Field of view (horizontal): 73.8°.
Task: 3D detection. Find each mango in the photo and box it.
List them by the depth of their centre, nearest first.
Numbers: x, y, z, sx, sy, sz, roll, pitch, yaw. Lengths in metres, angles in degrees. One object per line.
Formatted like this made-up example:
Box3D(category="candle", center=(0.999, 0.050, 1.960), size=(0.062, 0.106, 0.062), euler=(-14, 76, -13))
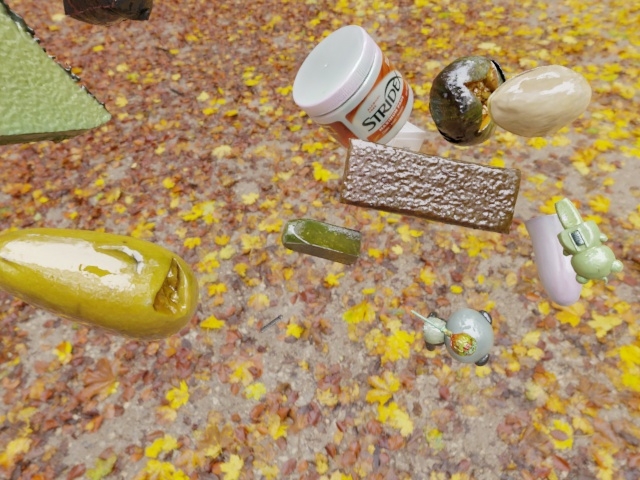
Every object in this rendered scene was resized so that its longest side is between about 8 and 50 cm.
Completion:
Box3D(category="mango", center=(-0.411, 0.081, 0.794), size=(0.364, 0.252, 0.183), euler=(17, 71, -28))

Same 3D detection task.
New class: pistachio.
Box3D(category="pistachio", center=(0.459, -0.286, 0.895), size=(0.200, 0.145, 0.117), euler=(-11, 19, 5))

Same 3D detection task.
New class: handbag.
Box3D(category="handbag", center=(-0.421, -0.540, 0.832), size=(0.169, 0.216, 0.155), euler=(9, 13, 24))

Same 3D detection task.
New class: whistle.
Box3D(category="whistle", center=(0.641, 0.002, 1.047), size=(0.085, 0.105, 0.228), euler=(5, 60, -46))

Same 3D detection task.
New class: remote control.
Box3D(category="remote control", center=(-0.168, 0.282, 1.456), size=(0.091, 0.016, 0.034), euler=(-36, 8, 3))

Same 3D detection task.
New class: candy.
Box3D(category="candy", center=(0.310, 0.230, 1.098), size=(0.060, 0.061, 0.201), euler=(-32, 39, -24))

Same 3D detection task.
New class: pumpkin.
Box3D(category="pumpkin", center=(0.523, -0.491, 1.516), size=(0.320, 0.321, 0.192), euler=(-40, 24, -29))

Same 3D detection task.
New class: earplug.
Box3D(category="earplug", center=(0.801, 0.071, 1.438), size=(0.172, 0.172, 0.302), euler=(-4, 80, 0))

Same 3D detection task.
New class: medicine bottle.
Box3D(category="medicine bottle", center=(0.091, -0.400, 1.166), size=(0.252, 0.240, 0.253), euler=(-25, 51, 34))

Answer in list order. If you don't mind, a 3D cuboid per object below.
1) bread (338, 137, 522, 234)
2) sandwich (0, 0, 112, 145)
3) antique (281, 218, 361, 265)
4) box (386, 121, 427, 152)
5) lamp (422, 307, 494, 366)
Box3D(category="bread", center=(0.257, -0.128, 1.021), size=(0.415, 0.166, 0.113), euler=(11, 11, 0))
Box3D(category="sandwich", center=(-0.330, -0.129, 0.350), size=(0.063, 0.245, 0.212), euler=(-9, 48, 29))
Box3D(category="antique", center=(0.000, 0.000, 1.208), size=(0.220, 0.080, 0.082), euler=(14, 63, -12))
Box3D(category="box", center=(0.232, -0.424, 1.634), size=(0.203, 0.116, 0.274), euler=(-13, 44, -44))
Box3D(category="lamp", center=(0.500, 0.342, 1.551), size=(0.243, 0.198, 0.198), euler=(1, 43, 33))
